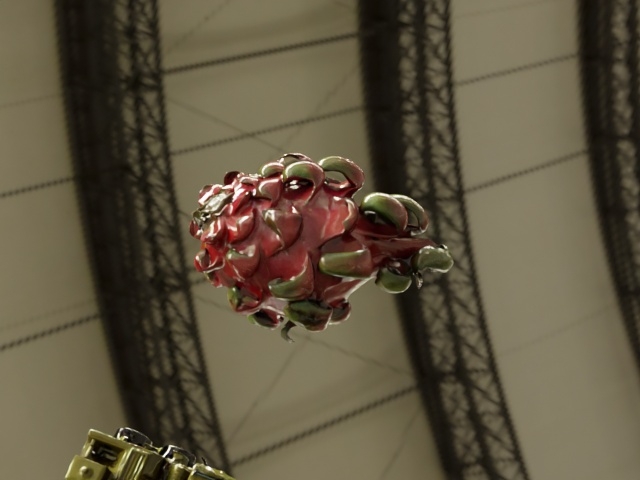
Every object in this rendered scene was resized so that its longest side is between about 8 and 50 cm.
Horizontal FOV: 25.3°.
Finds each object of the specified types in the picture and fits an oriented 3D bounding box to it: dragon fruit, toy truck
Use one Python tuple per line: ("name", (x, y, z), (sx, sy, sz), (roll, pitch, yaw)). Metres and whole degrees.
("dragon fruit", (-0.007, -0.004, 1.632), (0.273, 0.218, 0.198), (-20, -39, 12))
("toy truck", (-0.152, 0.291, 1.572), (0.127, 0.257, 0.127), (94, -161, -64))
